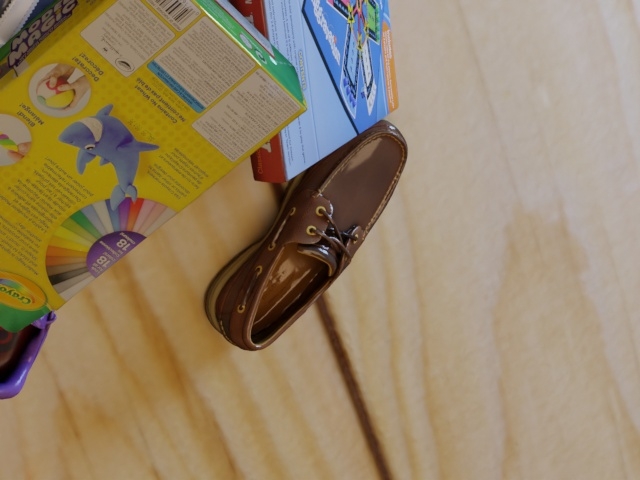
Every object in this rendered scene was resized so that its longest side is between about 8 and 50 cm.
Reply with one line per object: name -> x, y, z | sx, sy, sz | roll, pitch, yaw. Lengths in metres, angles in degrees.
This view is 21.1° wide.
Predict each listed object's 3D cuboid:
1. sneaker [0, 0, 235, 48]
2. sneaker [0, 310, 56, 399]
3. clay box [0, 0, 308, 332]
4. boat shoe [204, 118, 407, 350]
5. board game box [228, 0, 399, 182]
sneaker -> -0.175, -0.170, 0.957 | 0.282, 0.099, 0.153 | -9, 113, -16
sneaker -> -0.172, 0.019, 1.040 | 0.068, 0.071, 0.170 | 10, 104, -24
clay box -> -0.133, -0.054, 0.941 | 0.222, 0.053, 0.127 | -37, 125, 16
boat shoe -> -0.001, 0.000, 1.107 | 0.064, 0.060, 0.178 | 39, 91, -28
board game box -> -0.010, -0.190, 1.011 | 0.145, 0.027, 0.281 | -35, 125, -50
